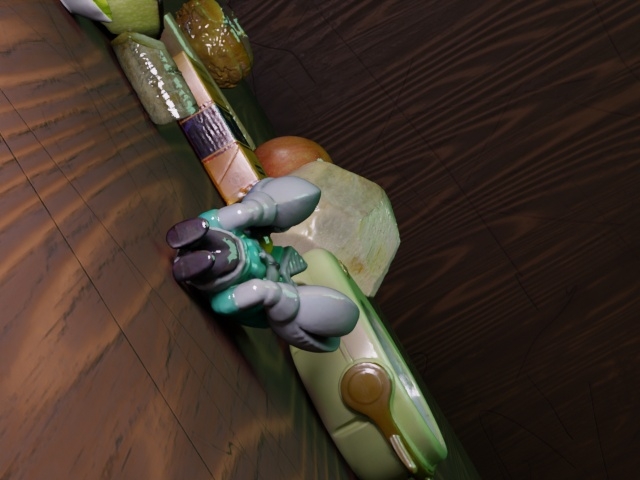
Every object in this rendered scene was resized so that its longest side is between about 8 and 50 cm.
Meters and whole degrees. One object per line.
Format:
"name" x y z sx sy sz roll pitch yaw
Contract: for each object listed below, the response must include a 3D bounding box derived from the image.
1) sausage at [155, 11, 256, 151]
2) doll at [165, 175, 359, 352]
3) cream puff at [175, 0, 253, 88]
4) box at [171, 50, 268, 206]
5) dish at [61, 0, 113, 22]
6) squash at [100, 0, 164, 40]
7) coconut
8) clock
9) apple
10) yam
"sausage" -0.196 -0.242 2.135 0.301 0.065 0.066 55 6 -26
"doll" -0.051 0.040 1.347 0.258 0.153 0.195 -42 115 -68
"cream puff" -0.206 -0.363 2.380 0.189 0.129 0.189 55 -8 12
"box" -0.161 -0.161 1.954 0.237 0.070 0.152 58 4 4
"dish" -0.291 -0.299 1.526 0.091 0.039 0.137 52 7 -30
"squash" -0.287 -0.354 1.720 0.220 0.133 0.220 158 -90 -80
"coconut" 0.000 0.000 1.943 0.197 0.237 0.237 13 -24 30
"clock" 0.059 0.199 1.718 0.286 0.117 0.348 55 7 -52
"apple" -0.040 -0.077 2.137 0.201 0.162 0.201 57 4 -7
"yam" -0.211 -0.211 1.655 0.146 0.069 0.070 62 4 7
